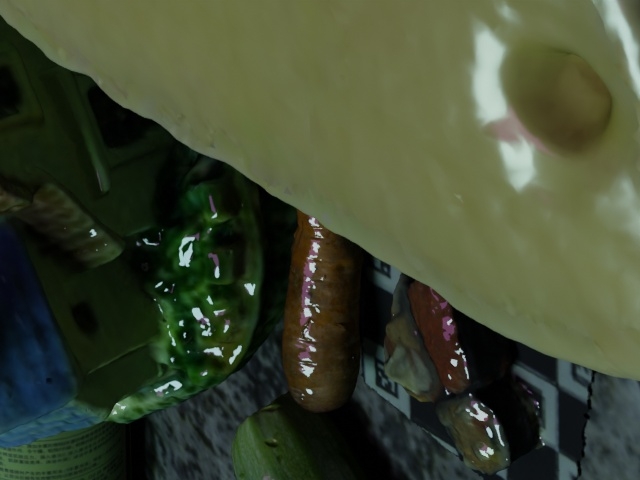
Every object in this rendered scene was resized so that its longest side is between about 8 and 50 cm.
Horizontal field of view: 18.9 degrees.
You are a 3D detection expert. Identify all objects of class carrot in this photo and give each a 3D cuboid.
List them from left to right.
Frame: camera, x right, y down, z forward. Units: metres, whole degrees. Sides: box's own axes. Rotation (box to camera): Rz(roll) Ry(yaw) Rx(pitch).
[{"bbox_3d":[0.002,0.000,0.835,0.036,0.036,0.165,25,121,47],"label":"carrot"}]

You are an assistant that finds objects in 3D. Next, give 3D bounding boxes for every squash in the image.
[{"bbox_3d":[0.028,0.177,0.894,0.229,0.066,0.066,60,148,11],"label":"squash"}]

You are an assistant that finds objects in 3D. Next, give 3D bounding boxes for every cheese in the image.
[{"bbox_3d":[0.005,-0.168,0.597,0.384,0.104,0.384,34,143,30],"label":"cheese"}]

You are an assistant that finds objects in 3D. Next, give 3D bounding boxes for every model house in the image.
[{"bbox_3d":[-0.134,-0.005,0.837,0.195,0.189,0.214,-16,94,38],"label":"model house"}]

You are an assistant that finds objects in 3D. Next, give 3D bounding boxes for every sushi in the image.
[{"bbox_3d":[0.052,0.021,0.779,0.139,0.031,0.201,37,139,39],"label":"sushi"}]

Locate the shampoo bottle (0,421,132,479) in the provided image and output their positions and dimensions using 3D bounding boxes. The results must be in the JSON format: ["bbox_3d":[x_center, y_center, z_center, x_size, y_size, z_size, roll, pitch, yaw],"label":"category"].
[{"bbox_3d":[-0.155,0.072,1.058,0.101,0.101,0.283,38,139,37],"label":"shampoo bottle"}]
